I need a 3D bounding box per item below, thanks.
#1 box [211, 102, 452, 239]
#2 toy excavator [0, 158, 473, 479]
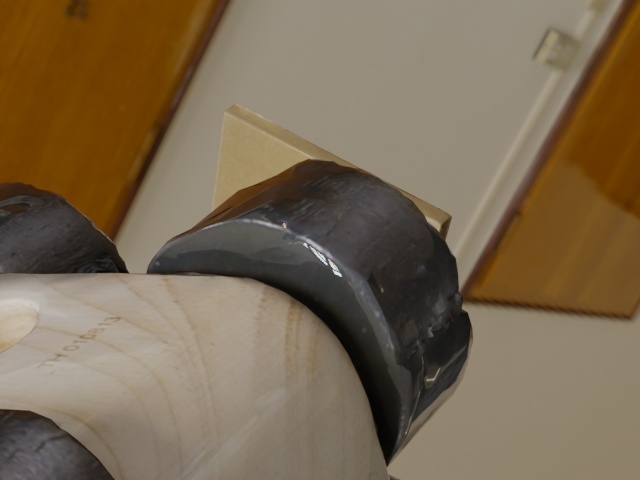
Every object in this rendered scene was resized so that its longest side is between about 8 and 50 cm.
[{"bbox_3d":[0.000,0.000,1.075,0.201,0.164,0.021,29,-137,20],"label":"box"},{"bbox_3d":[-0.133,0.220,0.530,0.433,0.445,0.222,-1,-158,34],"label":"toy excavator"}]
